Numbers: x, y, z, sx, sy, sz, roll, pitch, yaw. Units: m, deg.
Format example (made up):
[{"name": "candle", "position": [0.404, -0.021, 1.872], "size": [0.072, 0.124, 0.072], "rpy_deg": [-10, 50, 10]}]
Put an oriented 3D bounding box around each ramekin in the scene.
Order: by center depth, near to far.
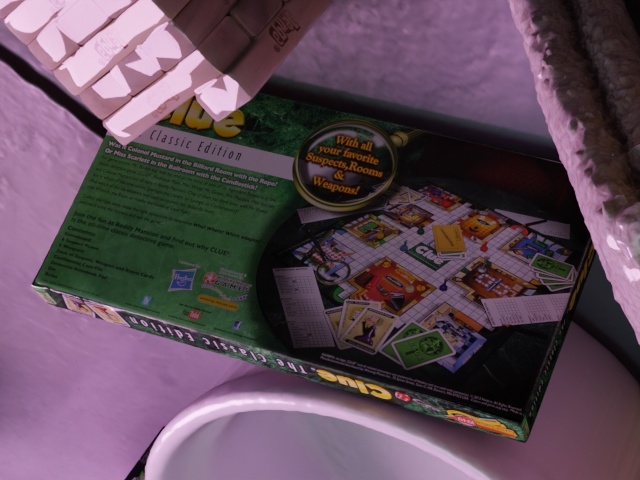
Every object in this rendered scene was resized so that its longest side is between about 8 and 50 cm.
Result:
[{"name": "ramekin", "position": [0.056, 0.141, 0.998], "size": [0.277, 0.135, 0.277], "rpy_deg": [18, 137, 18]}]

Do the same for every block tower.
[{"name": "block tower", "position": [-0.149, -0.191, 0.847], "size": [0.335, 0.091, 0.097], "rpy_deg": [46, 139, -12]}]

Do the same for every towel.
[{"name": "towel", "position": [0.129, -0.005, 0.717], "size": [0.049, 0.282, 0.187], "rpy_deg": [-24, 118, 11]}]

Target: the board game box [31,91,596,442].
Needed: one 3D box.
[{"name": "board game box", "position": [0.000, 0.000, 0.900], "size": [0.259, 0.136, 0.030], "rpy_deg": [15, 160, 22]}]

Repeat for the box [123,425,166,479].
[{"name": "box", "position": [-0.085, 0.171, 1.177], "size": [0.083, 0.062, 0.052], "rpy_deg": [32, 141, 5]}]
